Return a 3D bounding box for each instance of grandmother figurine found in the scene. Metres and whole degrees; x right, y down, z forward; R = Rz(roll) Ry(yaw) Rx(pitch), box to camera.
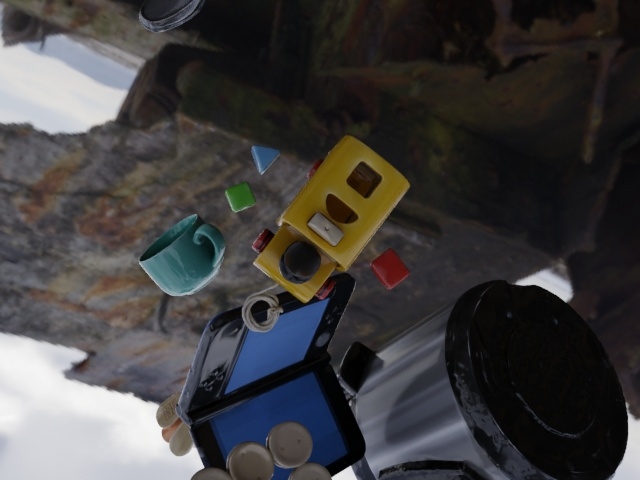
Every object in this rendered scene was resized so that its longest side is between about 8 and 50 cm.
[{"bbox_3d":[-0.182,0.395,1.567,0.342,0.104,0.208,39,-163,-49],"label":"grandmother figurine"}]

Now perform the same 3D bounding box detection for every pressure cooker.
[{"bbox_3d":[0.249,0.305,1.331,0.375,0.420,0.370,-3,-116,-38],"label":"pressure cooker"}]

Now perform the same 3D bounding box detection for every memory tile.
[{"bbox_3d":[-0.052,0.217,0.604,0.113,0.148,0.012,62,153,5],"label":"memory tile"}]

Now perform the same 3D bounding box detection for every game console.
[{"bbox_3d":[-0.033,0.213,1.100,0.173,0.250,0.293,39,-147,27],"label":"game console"}]

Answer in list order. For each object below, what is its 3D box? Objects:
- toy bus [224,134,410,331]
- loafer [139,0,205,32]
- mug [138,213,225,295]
[{"bbox_3d":[0.003,-0.013,0.830,0.190,0.202,0.104,-8,177,-9],"label":"toy bus"},{"bbox_3d":[-0.160,-0.328,0.972,0.062,0.170,0.061,42,170,6],"label":"loafer"},{"bbox_3d":[-0.223,0.033,1.323,0.097,0.129,0.157,53,167,-17],"label":"mug"}]
